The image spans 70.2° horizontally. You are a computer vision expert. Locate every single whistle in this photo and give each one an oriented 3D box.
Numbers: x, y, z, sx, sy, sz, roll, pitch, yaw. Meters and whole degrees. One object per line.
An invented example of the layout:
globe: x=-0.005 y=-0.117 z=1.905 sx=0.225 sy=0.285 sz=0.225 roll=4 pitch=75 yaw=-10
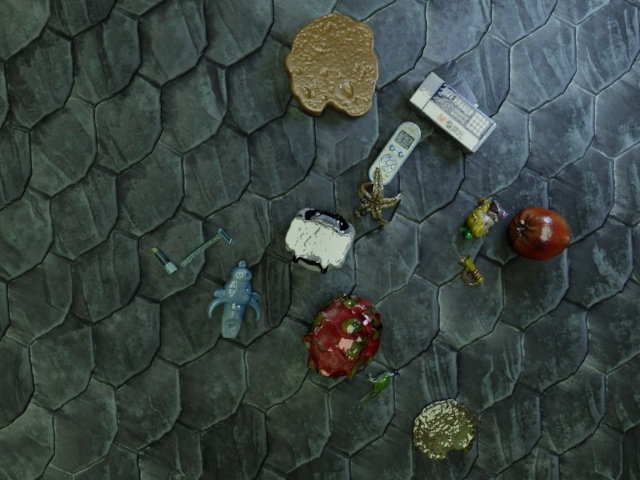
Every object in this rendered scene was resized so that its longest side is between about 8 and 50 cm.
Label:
whistle: x=-0.285 y=0.200 z=1.529 sx=0.180 sy=0.093 sz=0.269 roll=7 pitch=94 yaw=-26
whistle: x=0.517 y=0.109 z=1.563 sx=0.057 sy=0.046 sz=0.109 roll=-33 pitch=98 yaw=-14

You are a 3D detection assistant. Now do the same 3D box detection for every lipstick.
lipstick: x=-0.535 y=0.065 z=1.551 sx=0.037 sy=0.037 sz=0.116 roll=-40 pitch=88 yaw=1

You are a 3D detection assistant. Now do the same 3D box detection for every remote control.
remote control: x=0.249 y=-0.291 z=1.542 sx=0.087 sy=0.047 sz=0.244 roll=35 pitch=92 yaw=1

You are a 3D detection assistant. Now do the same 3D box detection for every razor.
razor: x=-0.399 y=0.028 z=1.550 sx=0.191 sy=0.037 sz=0.068 roll=-34 pitch=134 yaw=4

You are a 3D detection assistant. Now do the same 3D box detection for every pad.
pad: x=0.450 y=-0.514 z=1.555 sx=0.116 sy=0.004 sz=0.193 roll=-31 pitch=93 yaw=2

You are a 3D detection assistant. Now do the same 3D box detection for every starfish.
starfish: x=0.195 y=-0.142 z=1.510 sx=0.146 sy=0.074 sz=0.190 roll=11 pitch=112 yaw=5

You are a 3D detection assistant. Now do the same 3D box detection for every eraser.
eraser: x=0.435 y=-0.420 z=1.518 sx=0.279 sy=0.081 sz=0.124 roll=39 pitch=95 yaw=-1

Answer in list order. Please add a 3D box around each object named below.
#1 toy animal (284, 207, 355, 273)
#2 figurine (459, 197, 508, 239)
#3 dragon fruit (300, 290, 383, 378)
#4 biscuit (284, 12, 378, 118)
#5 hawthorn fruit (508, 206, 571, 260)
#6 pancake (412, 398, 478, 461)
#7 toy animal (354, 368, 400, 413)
toy animal: x=0.000 y=0.000 z=1.496 sx=0.208 sy=0.156 sz=0.204 roll=20 pitch=94 yaw=6
figurine: x=0.536 y=-0.075 z=1.544 sx=0.094 sy=0.115 sz=0.156 roll=28 pitch=114 yaw=-34
dragon fruit: x=0.071 y=0.319 z=1.476 sx=0.231 sy=0.237 sz=0.303 roll=27 pitch=103 yaw=19
biscuit: x=0.041 y=-0.572 z=1.522 sx=0.312 sy=0.057 sz=0.351 roll=-13 pitch=91 yaw=0
hawthorn fruit: x=0.735 y=-0.021 z=1.502 sx=0.200 sy=0.179 sz=0.179 roll=6 pitch=92 yaw=-18
pancake: x=0.435 y=0.661 z=1.588 sx=0.235 sy=0.029 sz=0.212 roll=-10 pitch=92 yaw=-1
toy animal: x=0.174 y=0.506 z=1.574 sx=0.217 sy=0.041 sz=0.075 roll=-43 pitch=94 yaw=5
